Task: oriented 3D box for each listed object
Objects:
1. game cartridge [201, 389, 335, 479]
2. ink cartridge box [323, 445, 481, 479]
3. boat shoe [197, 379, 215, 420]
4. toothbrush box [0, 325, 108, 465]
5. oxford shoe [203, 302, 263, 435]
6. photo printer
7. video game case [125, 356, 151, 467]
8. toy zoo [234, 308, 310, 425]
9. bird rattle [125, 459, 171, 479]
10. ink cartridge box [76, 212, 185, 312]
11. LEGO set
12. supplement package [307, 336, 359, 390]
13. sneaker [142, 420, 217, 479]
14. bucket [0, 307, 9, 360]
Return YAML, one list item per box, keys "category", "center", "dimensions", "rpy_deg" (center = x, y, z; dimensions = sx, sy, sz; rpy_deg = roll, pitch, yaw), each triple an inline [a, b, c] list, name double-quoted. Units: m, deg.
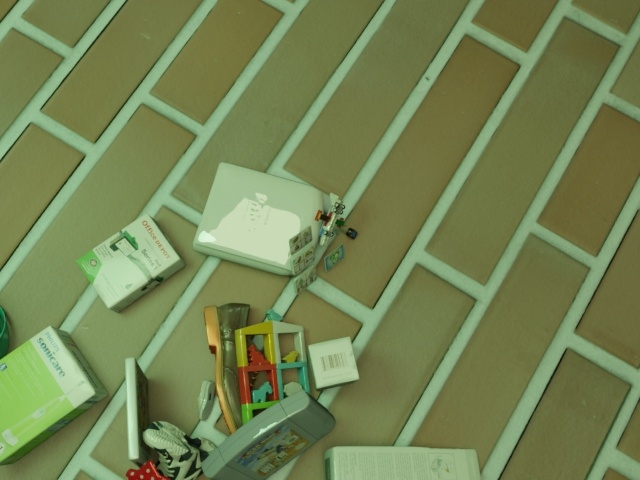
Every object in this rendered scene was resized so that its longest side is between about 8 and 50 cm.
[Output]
- category: "game cartridge"
  center: [-0.120, 0.474, 1.572]
  dimensions: [0.297, 0.198, 0.062]
  rpy_deg: [-37, 55, 1]
- category: "ink cartridge box"
  center: [0.204, 0.653, 1.594]
  dimensions: [0.385, 0.091, 0.308]
  rpy_deg: [6, 61, -17]
- category: "boat shoe"
  center: [-0.293, 0.401, 1.688]
  dimensions: [0.035, 0.035, 0.100]
  rpy_deg: [8, 88, 35]
- category: "toothbrush box"
  center: [-0.706, 0.378, 1.637]
  dimensions: [0.283, 0.122, 0.206]
  rpy_deg: [-37, 79, -9]
- category: "oxford shoe"
  center: [-0.197, 0.328, 1.661]
  dimensions: [0.133, 0.130, 0.363]
  rpy_deg: [-10, 77, -10]
- category: "photo printer"
  center: [-0.151, -0.051, 1.763]
  dimensions: [0.308, 0.107, 0.255]
  rpy_deg: [16, 77, 3]
- category: "video game case"
  center: [-0.425, 0.410, 1.572]
  dimensions: [0.026, 0.206, 0.226]
  rpy_deg: [-6, 66, -9]
- category: "toy zoo"
  center: [-0.115, 0.317, 1.656]
  dimensions: [0.192, 0.030, 0.293]
  rpy_deg: [3, 75, -38]
- category: "bird rattle"
  center: [-0.383, 0.607, 1.549]
  dimensions: [0.207, 0.253, 0.143]
  rpy_deg: [29, 33, -21]
- category: "ink cartridge box"
  center: [-0.486, 0.057, 1.736]
  dimensions: [0.219, 0.092, 0.160]
  rpy_deg: [-37, 80, -9]
- category: "LEGO set"
  center: [0.000, 0.000, 1.722]
  dimensions: [0.060, 0.182, 0.244]
  rpy_deg: [27, 50, 35]
- category: "supplement package"
  center: [0.028, 0.304, 1.641]
  dimensions: [0.105, 0.179, 0.105]
  rpy_deg: [-12, 76, -4]
- category: "sneaker"
  center: [-0.359, 0.522, 1.576]
  dimensions: [0.153, 0.235, 0.094]
  rpy_deg: [-49, 52, 0]
- category: "bucket"
  center: [-0.916, 0.239, 1.636]
  dimensions: [0.281, 0.183, 0.281]
  rpy_deg: [0, 76, -2]
